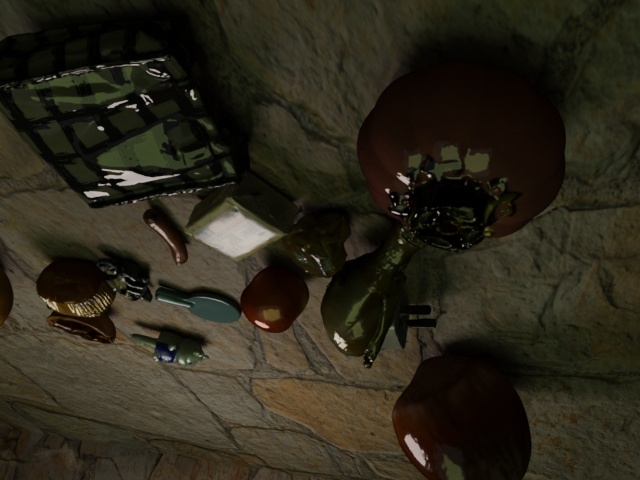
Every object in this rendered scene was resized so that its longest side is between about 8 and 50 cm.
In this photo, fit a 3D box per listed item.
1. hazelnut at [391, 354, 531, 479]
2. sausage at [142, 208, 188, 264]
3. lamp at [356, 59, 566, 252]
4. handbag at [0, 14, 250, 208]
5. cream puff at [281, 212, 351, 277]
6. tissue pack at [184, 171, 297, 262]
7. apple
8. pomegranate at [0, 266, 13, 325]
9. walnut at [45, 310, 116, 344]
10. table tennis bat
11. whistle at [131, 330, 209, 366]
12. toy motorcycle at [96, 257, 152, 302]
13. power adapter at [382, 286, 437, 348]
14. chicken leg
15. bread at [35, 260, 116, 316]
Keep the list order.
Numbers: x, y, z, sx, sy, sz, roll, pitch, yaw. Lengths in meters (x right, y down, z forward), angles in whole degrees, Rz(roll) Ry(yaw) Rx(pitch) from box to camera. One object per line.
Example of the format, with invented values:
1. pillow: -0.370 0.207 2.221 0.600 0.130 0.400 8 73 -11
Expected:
1. hazelnut: 0.365 0.466 1.647 0.372 0.373 0.315 19 134 -7
2. sausage: -0.349 -0.009 1.487 0.040 0.047 0.177 14 150 30
3. lamp: 0.201 -0.109 0.952 0.305 0.240 0.305 10 148 7
4. handbag: -0.323 -0.207 1.087 0.326 0.163 0.325 -4 145 16
5. cream puff: 0.000 0.000 1.322 0.146 0.116 0.146 33 162 12
6. tissue pack: -0.162 -0.045 1.322 0.148 0.092 0.196 34 143 -26
7. apple: -0.107 0.135 1.512 0.139 0.163 0.163 35 145 -1
8. pomegranate: -0.989 0.163 1.782 0.307 0.308 0.307 10 147 7
9. walnut: -0.703 0.235 1.947 0.211 0.087 0.167 17 153 0
10. table tennis bat: -0.330 0.173 1.763 0.237 0.038 0.149 16 148 -10
11. whistle: -0.460 0.331 1.991 0.244 0.092 0.110 15 157 -3
12. toy motorcycle: -0.495 0.106 1.703 0.124 0.061 0.193 1 143 16
13. power adapter: 0.160 0.174 1.491 0.204 0.125 0.130 0 143 20
14. chicken leg: 0.123 0.068 1.287 0.152 0.202 0.429 10 132 -24
15. bread: -0.651 0.125 1.726 0.190 0.132 0.114 3 143 13
